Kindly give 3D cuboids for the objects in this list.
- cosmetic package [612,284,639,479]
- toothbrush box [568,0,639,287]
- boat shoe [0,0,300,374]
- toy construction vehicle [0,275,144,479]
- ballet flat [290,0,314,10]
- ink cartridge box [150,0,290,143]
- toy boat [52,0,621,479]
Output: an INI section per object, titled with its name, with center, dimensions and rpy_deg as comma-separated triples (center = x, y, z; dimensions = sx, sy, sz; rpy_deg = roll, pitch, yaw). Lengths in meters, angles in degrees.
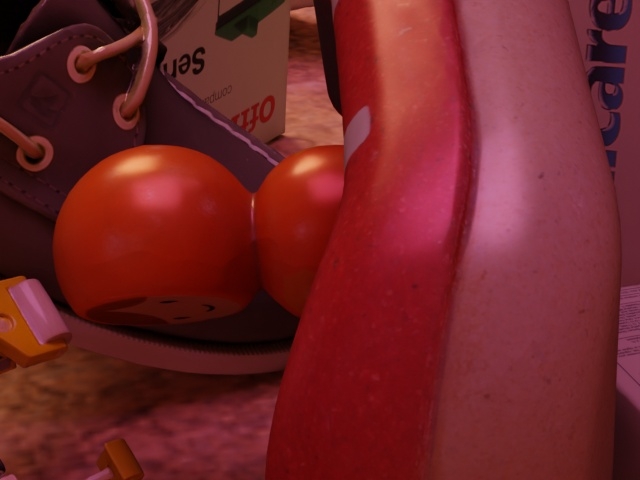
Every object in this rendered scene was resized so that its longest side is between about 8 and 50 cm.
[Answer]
[cosmetic package]
center = 0.114, 0.057, 0.464
dimensions = 0.060, 0.041, 0.115
rpy_deg = -7, 26, -15
[toothbrush box]
center = 0.142, -0.116, 0.641
dimensions = 0.122, 0.206, 0.283
rpy_deg = 6, 25, 12
[boat shoe]
center = -0.107, -0.053, 0.488
dimensions = 0.305, 0.091, 0.109
rpy_deg = 28, 32, -21
[toy construction vehicle]
center = -0.110, 0.055, 0.438
dimensions = 0.098, 0.035, 0.086
rpy_deg = -23, 66, -39
[ballet flat]
center = -0.123, -0.182, 0.903
dimensions = 0.400, 0.139, 0.139
rpy_deg = 15, 29, 38
[ink cartridge box]
center = -0.085, -0.129, 0.655
dimensions = 0.093, 0.219, 0.160
rpy_deg = 17, 31, 26
[toy boat]
center = 0.000, 0.000, 0.429
dimensions = 0.151, 0.151, 0.231
rpy_deg = -6, 46, 4
